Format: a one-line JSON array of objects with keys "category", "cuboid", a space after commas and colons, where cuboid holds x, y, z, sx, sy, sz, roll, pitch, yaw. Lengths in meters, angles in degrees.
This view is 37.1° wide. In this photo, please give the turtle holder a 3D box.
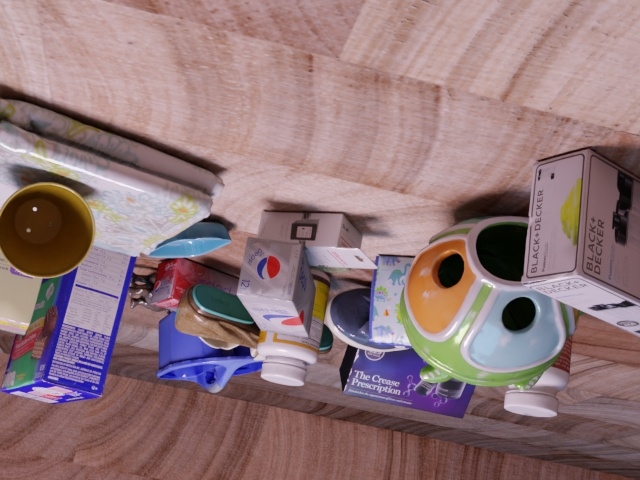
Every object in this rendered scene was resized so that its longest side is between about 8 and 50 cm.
[{"category": "turtle holder", "cuboid": [0.283, 0.084, 1.377, 0.320, 0.243, 0.227, 18, 145, 4]}]

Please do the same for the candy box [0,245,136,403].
[{"category": "candy box", "cuboid": [-0.465, 0.131, 1.776, 0.122, 0.317, 0.268, 22, 157, -28]}]

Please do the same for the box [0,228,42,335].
[{"category": "box", "cuboid": [-0.566, 0.012, 1.596, 0.213, 0.243, 0.117, 15, 161, -17]}]

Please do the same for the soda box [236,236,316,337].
[{"category": "soda box", "cuboid": [-0.067, 0.084, 1.586, 0.091, 0.098, 0.286, 7, 163, 7]}]

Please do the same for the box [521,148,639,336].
[{"category": "box", "cuboid": [0.391, 0.017, 1.224, 0.290, 0.169, 0.087, 23, 158, -32]}]

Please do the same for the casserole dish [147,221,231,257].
[{"category": "casserole dish", "cuboid": [-0.232, -0.001, 1.669, 0.114, 0.037, 0.188, 1, 168, -32]}]

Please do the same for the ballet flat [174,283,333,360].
[{"category": "ballet flat", "cuboid": [-0.140, 0.181, 1.901, 0.342, 0.116, 0.124, 17, 131, -32]}]

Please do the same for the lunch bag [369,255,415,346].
[{"category": "lunch bag", "cuboid": [0.155, 0.110, 1.651, 0.128, 0.151, 0.096, 1, 159, 22]}]

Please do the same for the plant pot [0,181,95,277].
[{"category": "plant pot", "cuboid": [-0.396, -0.022, 1.356, 0.134, 0.134, 0.095, 19, -178, -26]}]

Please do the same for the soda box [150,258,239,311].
[{"category": "soda box", "cuboid": [-0.211, 0.119, 1.961, 0.263, 0.092, 0.083, 23, 156, -35]}]

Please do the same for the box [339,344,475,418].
[{"category": "box", "cuboid": [0.189, 0.240, 1.947, 0.261, 0.184, 0.103, 13, -160, -9]}]

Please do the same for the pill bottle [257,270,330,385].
[{"category": "pill bottle", "cuboid": [-0.053, 0.161, 1.807, 0.117, 0.215, 0.117, 9, 162, 3]}]

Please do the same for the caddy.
[{"category": "caddy", "cuboid": [-0.241, 0.256, 2.169, 0.241, 0.179, 0.341, 1, 166, -22]}]

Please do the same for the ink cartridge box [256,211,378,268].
[{"category": "ink cartridge box", "cuboid": [0.000, 0.000, 1.547, 0.180, 0.060, 0.104, 2, 161, 23]}]

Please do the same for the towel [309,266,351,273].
[{"category": "towel", "cuboid": [-0.022, 0.030, 1.701, 0.148, 0.027, 0.110, 6, 162, 12]}]

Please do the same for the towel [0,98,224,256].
[{"category": "towel", "cuboid": [-0.370, -0.089, 1.445, 0.374, 0.090, 0.320, 19, 157, -26]}]

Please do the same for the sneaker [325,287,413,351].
[{"category": "sneaker", "cuboid": [0.189, 0.142, 1.794, 0.350, 0.131, 0.148, 8, 155, -12]}]

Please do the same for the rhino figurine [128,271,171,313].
[{"category": "rhino figurine", "cuboid": [-0.357, 0.119, 2.068, 0.106, 0.073, 0.243, 2, 166, -8]}]

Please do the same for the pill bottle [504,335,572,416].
[{"category": "pill bottle", "cuboid": [0.378, 0.194, 1.676, 0.121, 0.216, 0.121, 9, 161, 3]}]
